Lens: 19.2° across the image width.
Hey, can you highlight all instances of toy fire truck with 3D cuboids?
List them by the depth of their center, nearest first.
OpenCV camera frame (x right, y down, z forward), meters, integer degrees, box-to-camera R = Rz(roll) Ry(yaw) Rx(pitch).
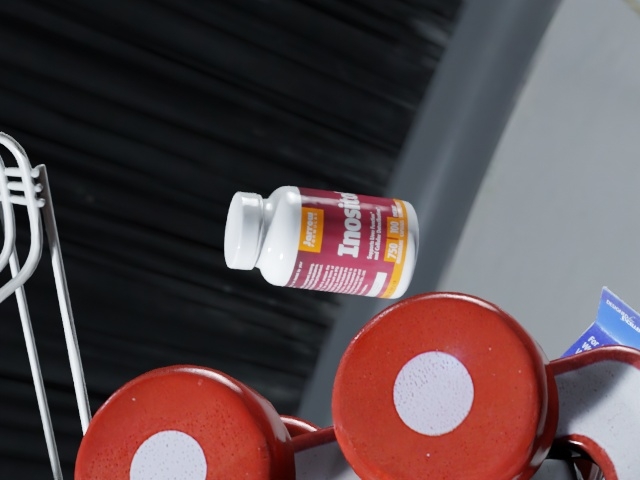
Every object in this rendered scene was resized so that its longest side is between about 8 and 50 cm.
[{"bbox_3d":[0.035,0.177,0.879,0.302,0.169,0.254,-16,71,12],"label":"toy fire truck"}]

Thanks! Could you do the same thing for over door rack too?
[{"bbox_3d":[-0.195,0.090,1.233,0.324,0.108,0.239,69,166,-9],"label":"over door rack"}]

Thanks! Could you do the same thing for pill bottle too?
[{"bbox_3d":[0.000,0.000,1.596,0.086,0.152,0.086,-174,90,-76],"label":"pill bottle"}]

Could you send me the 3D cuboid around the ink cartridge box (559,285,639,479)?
[{"bbox_3d":[0.260,0.205,1.624,0.165,0.065,0.332,40,147,31],"label":"ink cartridge box"}]
